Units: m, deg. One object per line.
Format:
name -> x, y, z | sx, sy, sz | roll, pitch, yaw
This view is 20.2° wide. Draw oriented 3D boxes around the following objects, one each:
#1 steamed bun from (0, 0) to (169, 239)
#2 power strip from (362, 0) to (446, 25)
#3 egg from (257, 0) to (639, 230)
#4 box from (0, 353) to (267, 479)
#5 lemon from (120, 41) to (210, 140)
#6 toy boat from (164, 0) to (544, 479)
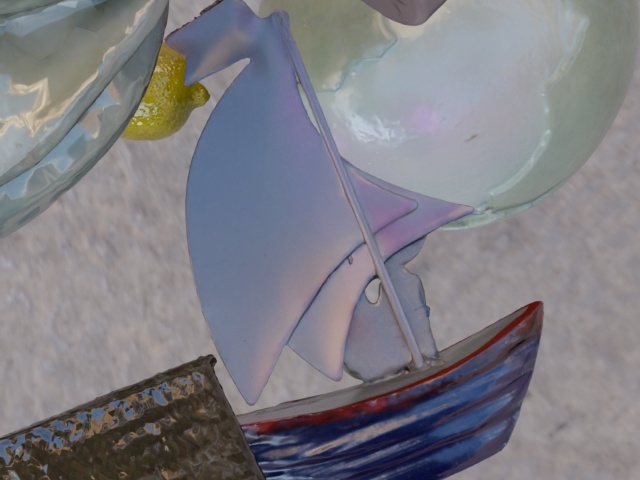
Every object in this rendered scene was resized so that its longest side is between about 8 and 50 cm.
steamed bun -> -0.189, -0.168, 0.811 | 0.342, 0.255, 0.367 | -31, 119, -53
power strip -> 0.024, -0.191, 0.939 | 0.078, 0.154, 0.154 | -45, 116, -6
egg -> 0.089, -0.144, 1.341 | 0.278, 0.336, 0.278 | 15, 121, 26
box -> -0.159, 0.183, 0.870 | 0.273, 0.184, 0.143 | -17, 76, -40
lemon -> -0.137, -0.113, 1.332 | 0.111, 0.082, 0.082 | 15, 108, 6
toy boat -> -0.013, 0.026, 1.063 | 0.219, 0.072, 0.318 | -44, 98, -10
